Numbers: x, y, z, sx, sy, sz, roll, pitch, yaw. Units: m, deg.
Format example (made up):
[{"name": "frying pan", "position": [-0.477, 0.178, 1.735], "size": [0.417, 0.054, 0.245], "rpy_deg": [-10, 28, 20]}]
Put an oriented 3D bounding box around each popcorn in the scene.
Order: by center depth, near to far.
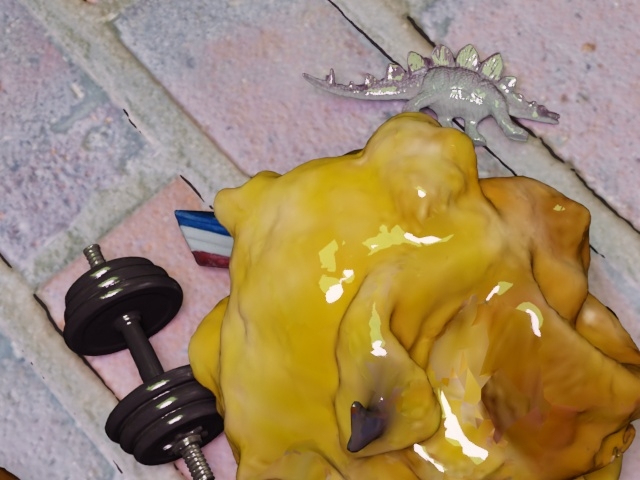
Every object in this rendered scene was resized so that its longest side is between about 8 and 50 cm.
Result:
[{"name": "popcorn", "position": [0.065, 0.068, 1.007], "size": [0.316, 0.281, 0.297], "rpy_deg": [10, 113, 15]}]

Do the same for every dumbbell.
[{"name": "dumbbell", "position": [-0.128, 0.089, 1.128], "size": [0.099, 0.099, 0.208], "rpy_deg": [-27, 66, -5]}]

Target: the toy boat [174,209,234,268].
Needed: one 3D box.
[{"name": "toy boat", "position": [0.000, 0.000, 1.173], "size": [0.229, 0.080, 0.045], "rpy_deg": [1, 101, 7]}]

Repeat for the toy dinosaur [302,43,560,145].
[{"name": "toy dinosaur", "position": [0.089, -0.119, 1.222], "size": [0.209, 0.039, 0.082], "rpy_deg": [7, 64, -1]}]

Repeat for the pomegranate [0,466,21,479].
[{"name": "pomegranate", "position": [-0.249, 0.252, 1.046], "size": [0.180, 0.180, 0.209], "rpy_deg": [-37, 96, -9]}]
